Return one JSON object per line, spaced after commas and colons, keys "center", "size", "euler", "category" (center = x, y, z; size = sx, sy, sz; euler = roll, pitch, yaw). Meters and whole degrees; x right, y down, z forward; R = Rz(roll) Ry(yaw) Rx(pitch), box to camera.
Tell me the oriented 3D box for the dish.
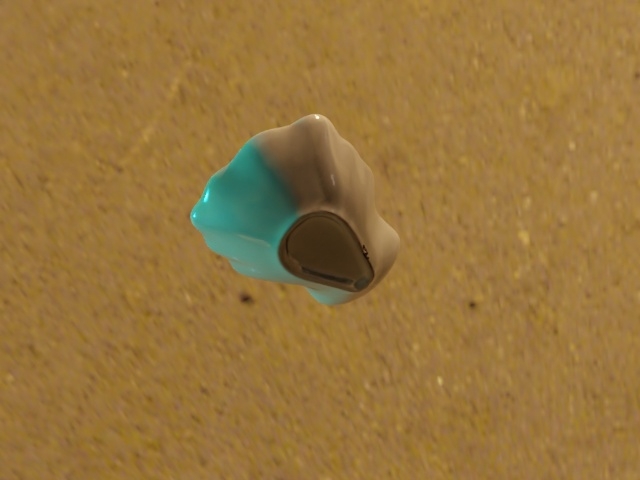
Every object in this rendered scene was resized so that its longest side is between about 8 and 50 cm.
{"center": [0.000, 0.000, 0.937], "size": [0.091, 0.137, 0.039], "euler": [-41, 43, 6], "category": "dish"}
